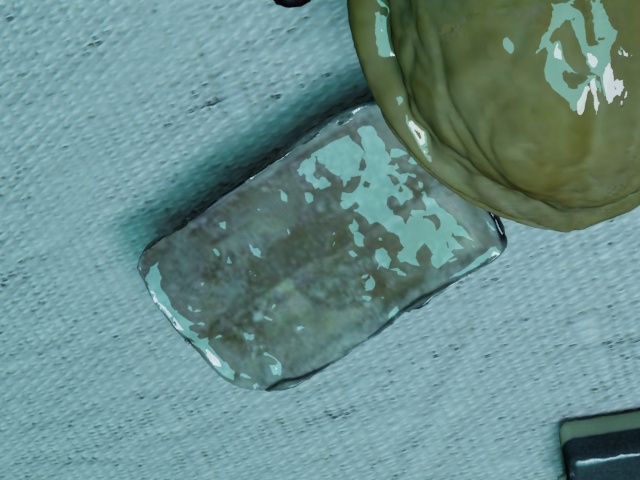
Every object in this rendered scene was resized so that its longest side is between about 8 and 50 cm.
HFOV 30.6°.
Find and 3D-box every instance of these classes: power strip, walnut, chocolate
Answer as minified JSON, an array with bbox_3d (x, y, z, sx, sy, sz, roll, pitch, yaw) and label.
[{"bbox_3d":[0.367,0.222,1.196,0.257,0.070,0.105,-10,121,4],"label":"power strip"},{"bbox_3d":[0.158,-0.160,0.810,0.252,0.277,0.313,-14,98,-29],"label":"walnut"},{"bbox_3d":[0.000,0.000,1.027,0.303,0.100,0.185,-33,107,17],"label":"chocolate"}]

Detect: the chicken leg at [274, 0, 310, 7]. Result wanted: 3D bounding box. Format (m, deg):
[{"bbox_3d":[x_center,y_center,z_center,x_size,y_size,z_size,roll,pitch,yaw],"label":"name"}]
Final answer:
[{"bbox_3d":[0.015,-0.265,0.886,0.093,0.053,0.205,41,111,-8],"label":"chicken leg"}]
